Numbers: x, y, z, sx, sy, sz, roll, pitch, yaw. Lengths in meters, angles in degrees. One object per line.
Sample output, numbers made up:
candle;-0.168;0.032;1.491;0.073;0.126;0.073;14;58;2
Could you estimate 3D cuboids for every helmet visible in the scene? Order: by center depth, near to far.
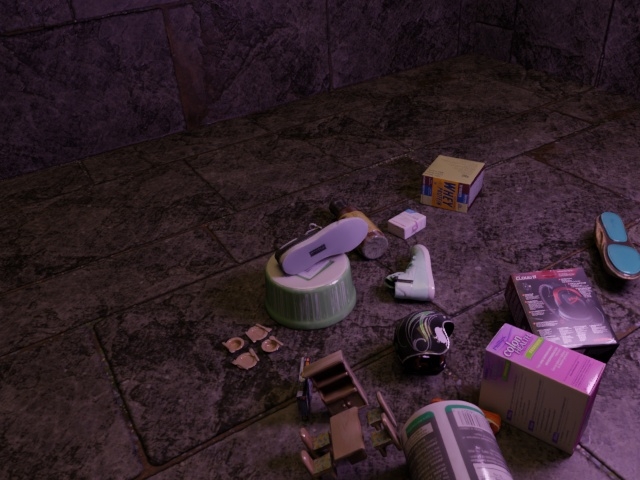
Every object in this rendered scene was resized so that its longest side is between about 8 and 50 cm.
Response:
helmet;0.288;0.272;1.567;0.170;0.169;0.161;-1;50;5

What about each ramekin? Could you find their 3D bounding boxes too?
ramekin;-0.037;0.132;1.823;0.304;0.148;0.303;-3;34;2

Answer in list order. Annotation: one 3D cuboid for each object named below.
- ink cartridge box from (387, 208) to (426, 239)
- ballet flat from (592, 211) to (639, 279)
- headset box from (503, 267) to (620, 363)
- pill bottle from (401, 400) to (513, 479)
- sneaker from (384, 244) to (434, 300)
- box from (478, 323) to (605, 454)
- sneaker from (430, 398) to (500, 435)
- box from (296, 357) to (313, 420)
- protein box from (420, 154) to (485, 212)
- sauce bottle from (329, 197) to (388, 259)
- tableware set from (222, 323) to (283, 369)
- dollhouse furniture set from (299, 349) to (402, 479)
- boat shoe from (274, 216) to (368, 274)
ink cartridge box;0.329;-0.063;2.159;0.123;0.052;0.089;-27;40;-32
ballet flat;0.976;0.044;1.872;0.123;0.123;0.348;3;38;11
headset box;0.669;0.205;1.607;0.218;0.110;0.293;-5;49;-2
pill bottle;0.298;0.526;1.147;0.204;0.204;0.361;-6;34;-3
sneaker;0.286;0.097;1.881;0.151;0.094;0.255;2;36;-1
box;0.526;0.355;1.367;0.243;0.213;0.117;21;41;33
sneaker;0.361;0.438;1.415;0.175;0.064;0.067;17;19;20
box;-0.040;0.390;1.489;0.027;0.093;0.137;-1;34;5
protein box;0.540;-0.233;2.313;0.200;0.135;0.201;15;38;26
sauce bottle;0.130;-0.055;2.124;0.112;0.111;0.344;-16;34;-16
tableware set;-0.204;0.313;1.689;0.169;0.020;0.141;-27;40;-31
dollhouse furniture set;0.046;0.405;1.336;0.212;0.161;0.242;-27;21;7
boat shoe;0.001;0.004;1.781;0.306;0.113;0.105;-31;33;-10
